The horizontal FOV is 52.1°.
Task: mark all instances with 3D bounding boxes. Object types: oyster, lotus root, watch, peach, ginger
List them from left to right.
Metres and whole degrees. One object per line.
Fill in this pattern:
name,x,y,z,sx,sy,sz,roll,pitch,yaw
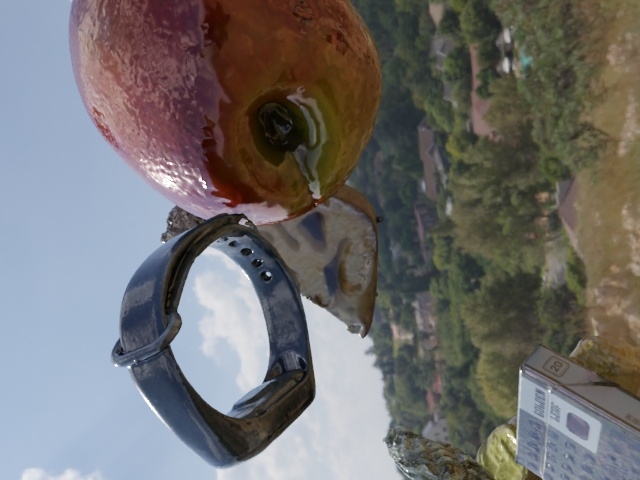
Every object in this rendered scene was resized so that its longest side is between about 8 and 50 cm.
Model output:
peach,-0.108,-0.192,0.698,0.372,0.290,0.372,46,-178,-2
watch,-0.082,0.077,0.551,0.206,0.068,0.193,-22,-92,-63
lotus root,0.000,0.000,0.910,0.170,0.260,0.074,-55,1,21
oyster,0.166,0.304,0.862,0.064,0.177,0.125,-63,-7,-16
ginger,0.377,0.295,1.028,0.190,0.354,0.126,46,-174,-26

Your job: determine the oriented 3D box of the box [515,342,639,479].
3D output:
box,0.333,0.241,0.609,0.324,0.047,0.180,30,146,39

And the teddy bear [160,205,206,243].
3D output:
teddy bear,-0.168,-0.115,1.255,0.246,0.222,0.296,-32,-45,-62
